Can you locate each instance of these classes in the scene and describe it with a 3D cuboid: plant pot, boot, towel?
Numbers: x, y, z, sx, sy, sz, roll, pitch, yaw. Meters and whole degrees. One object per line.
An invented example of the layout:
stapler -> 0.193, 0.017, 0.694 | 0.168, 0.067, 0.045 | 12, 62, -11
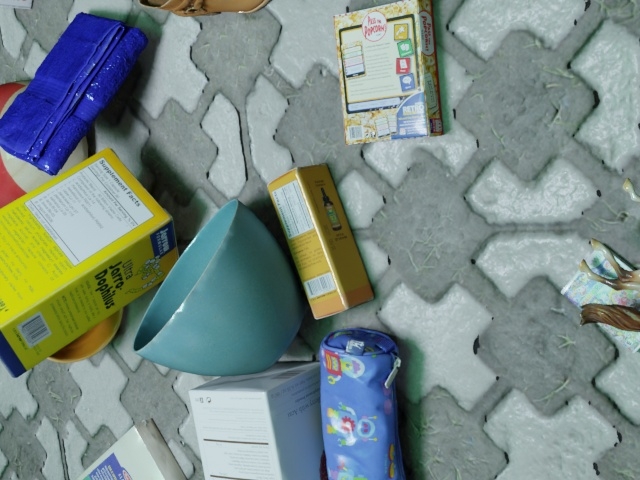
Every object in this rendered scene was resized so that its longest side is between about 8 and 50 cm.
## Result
plant pot -> -0.533, 0.123, 1.621 | 0.188, 0.205, 0.205 | 15, 108, 49
boot -> -0.178, -0.396, 1.273 | 0.197, 0.152, 0.073 | -10, 93, 37
plant pot -> -0.141, 0.106, 1.299 | 0.195, 0.290, 0.290 | 35, 125, -16
towel -> -0.465, -0.279, 1.448 | 0.227, 0.076, 0.308 | 24, 77, 39

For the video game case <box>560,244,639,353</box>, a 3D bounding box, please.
video game case -> 0.386, 0.075, 1.040 | 0.122, 0.011, 0.087 | 43, 121, 22

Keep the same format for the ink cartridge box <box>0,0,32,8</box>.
ink cartridge box -> -0.644, -0.576, 1.575 | 0.092, 0.158, 0.218 | 33, 117, 26

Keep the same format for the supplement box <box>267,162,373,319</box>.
supplement box -> 0.000, 0.000, 1.268 | 0.080, 0.078, 0.234 | -21, 86, 40

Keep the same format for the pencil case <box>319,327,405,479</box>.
pencil case -> 0.070, 0.287, 1.246 | 0.133, 0.119, 0.306 | 2, 100, 34

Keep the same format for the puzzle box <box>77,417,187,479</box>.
puzzle box -> -0.331, 0.601, 1.643 | 0.272, 0.052, 0.409 | -43, 74, 34

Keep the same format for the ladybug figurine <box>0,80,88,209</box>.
ladybug figurine -> -0.670, -0.171, 1.672 | 0.449, 0.161, 0.305 | -13, 92, 37

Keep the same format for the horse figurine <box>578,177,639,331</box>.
horse figurine -> 0.422, 0.012, 0.962 | 0.174, 0.066, 0.263 | 35, 109, 23

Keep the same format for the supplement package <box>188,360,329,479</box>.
supplement package -> -0.075, 0.365, 1.329 | 0.175, 0.177, 0.293 | -7, 95, 37

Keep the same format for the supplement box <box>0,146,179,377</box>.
supplement box -> -0.452, 0.037, 1.407 | 0.194, 0.356, 0.195 | 47, 157, 20

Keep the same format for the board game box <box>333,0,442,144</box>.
board game box -> 0.097, -0.242, 1.168 | 0.146, 0.045, 0.194 | 0, 99, 37
